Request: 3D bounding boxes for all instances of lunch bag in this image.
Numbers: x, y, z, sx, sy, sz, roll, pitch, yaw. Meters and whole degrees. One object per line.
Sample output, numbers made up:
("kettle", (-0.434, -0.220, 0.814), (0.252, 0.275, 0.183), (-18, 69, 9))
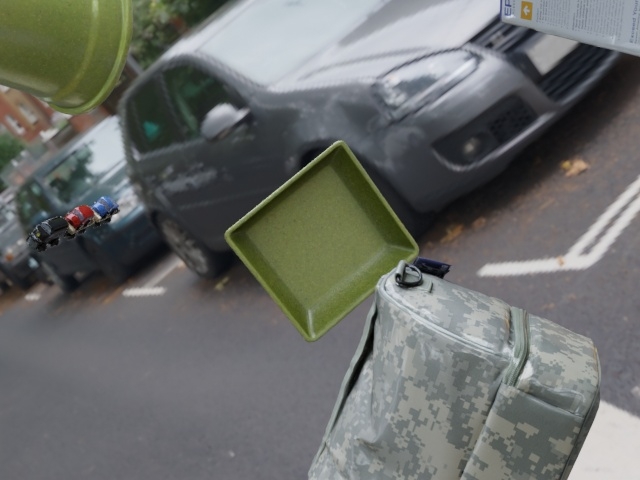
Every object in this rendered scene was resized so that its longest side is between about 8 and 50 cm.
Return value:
("lunch bag", (0.142, 0.200, 1.067), (0.212, 0.256, 0.305), (-56, -13, -71))

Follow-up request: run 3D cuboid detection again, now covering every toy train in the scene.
("toy train", (-0.276, -0.023, 1.082), (0.036, 0.027, 0.158), (-52, -6, 25))

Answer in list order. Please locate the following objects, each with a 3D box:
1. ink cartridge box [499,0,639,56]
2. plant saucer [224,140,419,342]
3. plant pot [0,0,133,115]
("ink cartridge box", (0.329, -0.384, 1.062), (0.071, 0.324, 0.330), (-11, 24, -22))
("plant saucer", (0.000, 0.000, 1.196), (0.188, 0.188, 0.045), (-39, 21, -6))
("plant pot", (-0.468, -0.339, 1.438), (0.276, 0.276, 0.254), (-30, -19, 36))
